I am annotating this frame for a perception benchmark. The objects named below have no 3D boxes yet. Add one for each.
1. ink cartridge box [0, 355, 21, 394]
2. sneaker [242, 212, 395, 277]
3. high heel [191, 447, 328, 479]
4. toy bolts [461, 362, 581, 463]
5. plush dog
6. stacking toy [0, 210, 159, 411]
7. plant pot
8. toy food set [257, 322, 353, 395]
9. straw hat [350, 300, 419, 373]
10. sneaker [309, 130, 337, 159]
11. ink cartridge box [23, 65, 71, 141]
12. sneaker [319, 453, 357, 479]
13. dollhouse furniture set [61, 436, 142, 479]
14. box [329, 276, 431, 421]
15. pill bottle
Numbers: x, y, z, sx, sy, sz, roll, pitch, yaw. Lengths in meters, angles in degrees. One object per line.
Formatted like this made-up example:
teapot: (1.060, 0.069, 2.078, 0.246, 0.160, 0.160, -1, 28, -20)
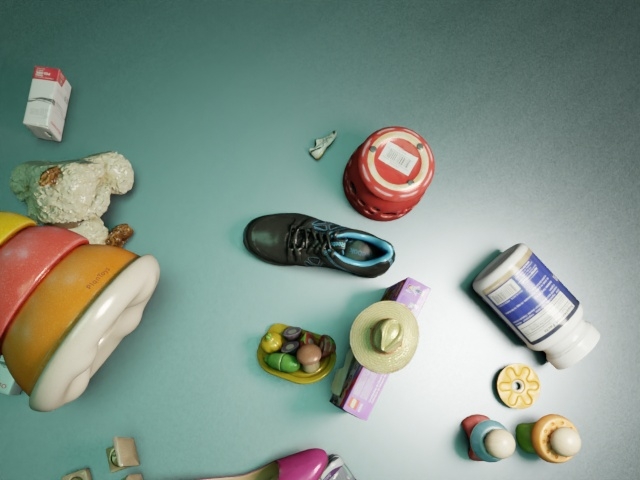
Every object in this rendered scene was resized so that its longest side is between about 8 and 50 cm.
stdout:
ink cartridge box: (-0.654, 0.233, 1.336, 0.109, 0.063, 0.150, 19, 77, -3)
sneaker: (0.000, 0.000, 1.414, 0.341, 0.139, 0.125, 8, 80, -4)
high heel: (-0.174, 0.489, 1.291, 0.377, 0.127, 0.181, -33, 106, -8)
toy bolts: (0.422, 0.384, 1.379, 0.228, 0.158, 0.218, -15, 82, -9)
plush dog: (-0.522, -0.054, 1.358, 0.262, 0.210, 0.225, -8, 107, -6)
stacking toy: (-0.582, 0.056, 1.219, 0.480, 0.350, 0.350, 36, 78, -2)
plant pot: (0.153, -0.149, 1.444, 0.191, 0.174, 0.191, 1, 81, -5)
toy food set: (-0.039, 0.228, 1.359, 0.218, 0.071, 0.128, 14, 50, 23)
straw hat: (0.129, 0.181, 1.230, 0.144, 0.061, 0.144, 1, 79, -6)
sneaker: (0.006, -0.231, 1.512, 0.037, 0.032, 0.083, 38, 77, 1)
ink cartridge box: (-0.600, -0.299, 1.423, 0.056, 0.099, 0.135, 7, 78, -5)
sneaker: (-0.015, 0.555, 1.341, 0.223, 0.083, 0.098, -43, 91, -13)
dollhouse furniture set: (-0.441, 0.484, 1.273, 0.151, 0.123, 0.144, -18, 72, -7)
box: (0.120, 0.226, 1.355, 0.057, 0.201, 0.293, 29, 78, -1)
pill bottle: (0.479, 0.147, 1.434, 0.153, 0.153, 0.265, -41, 87, -12)
